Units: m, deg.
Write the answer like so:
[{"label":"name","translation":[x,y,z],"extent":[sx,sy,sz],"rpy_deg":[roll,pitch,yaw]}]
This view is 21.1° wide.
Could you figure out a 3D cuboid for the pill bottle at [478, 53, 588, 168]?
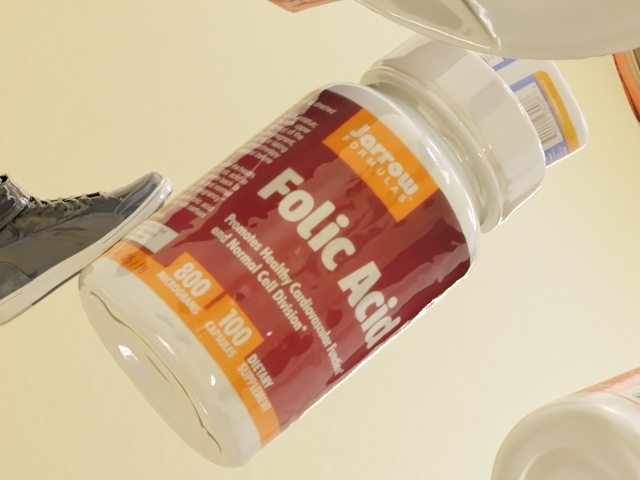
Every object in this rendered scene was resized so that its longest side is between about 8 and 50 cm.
[{"label":"pill bottle","translation":[0.155,-0.111,1.965],"extent":[0.272,0.152,0.152],"rpy_deg":[-28,8,2]}]

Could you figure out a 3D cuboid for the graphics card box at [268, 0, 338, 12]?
[{"label":"graphics card box","translation":[-0.059,-0.312,1.454],"extent":[0.232,0.094,0.371],"rpy_deg":[-7,-18,41]}]

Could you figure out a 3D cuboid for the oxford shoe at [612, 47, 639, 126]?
[{"label":"oxford shoe","translation":[0.269,-0.179,1.282],"extent":[0.098,0.097,0.271],"rpy_deg":[-12,49,22]}]

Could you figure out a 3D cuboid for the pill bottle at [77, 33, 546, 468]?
[{"label":"pill bottle","translation":[0.000,0.000,1.529],"extent":[0.392,0.224,0.224],"rpy_deg":[-39,11,-17]}]

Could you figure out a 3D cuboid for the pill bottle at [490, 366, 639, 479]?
[{"label":"pill bottle","translation":[0.380,0.245,1.848],"extent":[0.229,0.229,0.407],"rpy_deg":[-21,-6,39]}]

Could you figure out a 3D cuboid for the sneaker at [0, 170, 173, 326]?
[{"label":"sneaker","translation":[-0.271,-0.043,1.678],"extent":[0.226,0.163,0.086],"rpy_deg":[-35,11,-10]}]

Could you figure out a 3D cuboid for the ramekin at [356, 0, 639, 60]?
[{"label":"ramekin","translation":[0.077,-0.214,0.693],"extent":[0.273,0.273,0.127],"rpy_deg":[-18,31,50]}]
